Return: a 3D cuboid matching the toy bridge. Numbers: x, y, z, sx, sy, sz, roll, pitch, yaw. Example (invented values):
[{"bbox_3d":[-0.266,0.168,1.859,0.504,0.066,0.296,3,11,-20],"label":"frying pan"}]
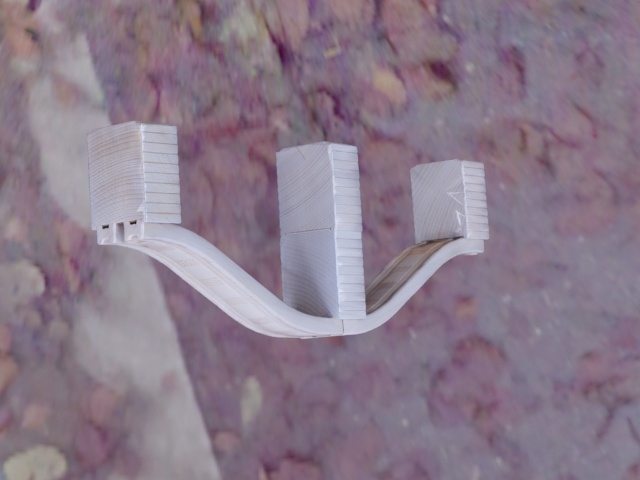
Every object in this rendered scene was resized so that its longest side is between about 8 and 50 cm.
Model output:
[{"bbox_3d":[0.000,0.000,0.569,0.026,0.188,0.063,-7,83,37],"label":"toy bridge"}]
